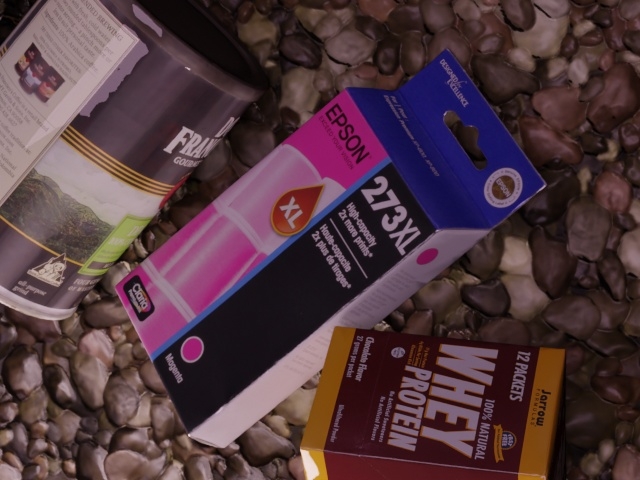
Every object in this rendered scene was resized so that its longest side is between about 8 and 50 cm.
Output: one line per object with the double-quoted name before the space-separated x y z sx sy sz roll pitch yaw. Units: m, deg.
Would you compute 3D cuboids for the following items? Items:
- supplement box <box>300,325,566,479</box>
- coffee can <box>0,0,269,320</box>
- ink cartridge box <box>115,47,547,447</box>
"supplement box" 0.101 0.188 1.392 0.194 0.129 0.191 5 138 13
"coffee can" -0.208 -0.097 1.455 0.201 0.201 0.275 44 104 7
"ink cartridge box" 0.000 0.000 1.449 0.371 0.069 0.175 -39 57 12
